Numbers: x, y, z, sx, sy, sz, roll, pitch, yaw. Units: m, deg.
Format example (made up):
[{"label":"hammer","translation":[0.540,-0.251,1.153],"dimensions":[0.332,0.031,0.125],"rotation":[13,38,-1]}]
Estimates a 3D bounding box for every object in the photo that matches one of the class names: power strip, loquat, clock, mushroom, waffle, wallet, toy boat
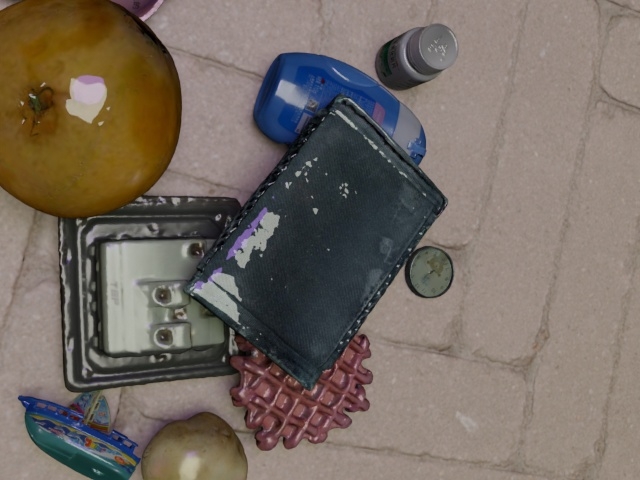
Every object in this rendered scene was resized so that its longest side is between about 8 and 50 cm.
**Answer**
[{"label":"power strip","translation":[-0.214,0.065,0.989],"dimensions":[0.251,0.092,0.257],"rotation":[-2,90,-20]},{"label":"loquat","translation":[-0.293,-0.158,0.886],"dimensions":[0.262,0.263,0.263],"rotation":[0,90,-21]},{"label":"clock","translation":[0.173,0.051,1.179],"dimensions":[0.085,0.017,0.085],"rotation":[0,91,-21]},{"label":"mushroom","translation":[-0.167,0.302,0.997],"dimensions":[0.147,0.112,0.148],"rotation":[0,91,-24]},{"label":"waffle","translation":[-0.024,0.188,1.068],"dimensions":[0.234,0.055,0.221],"rotation":[-13,98,-30]},{"label":"wallet","translation":[0.000,0.000,1.014],"dimensions":[0.237,0.075,0.342],"rotation":[42,75,-22]},{"label":"toy boat","translation":[-0.308,0.236,0.970],"dimensions":[0.175,0.091,0.110],"rotation":[33,45,-15]}]

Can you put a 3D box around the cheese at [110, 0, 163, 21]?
[{"label":"cheese","translation":[-0.319,-0.361,0.956],"dimensions":[0.285,0.074,0.189],"rotation":[-6,92,-18]}]

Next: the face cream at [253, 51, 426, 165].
[{"label":"face cream","translation":[0.040,-0.175,1.089],"dimensions":[0.263,0.083,0.149],"rotation":[22,90,-20]}]

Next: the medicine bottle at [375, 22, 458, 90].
[{"label":"medicine bottle","translation":[0.143,-0.273,1.105],"dimensions":[0.080,0.130,0.080],"rotation":[0,90,-21]}]
